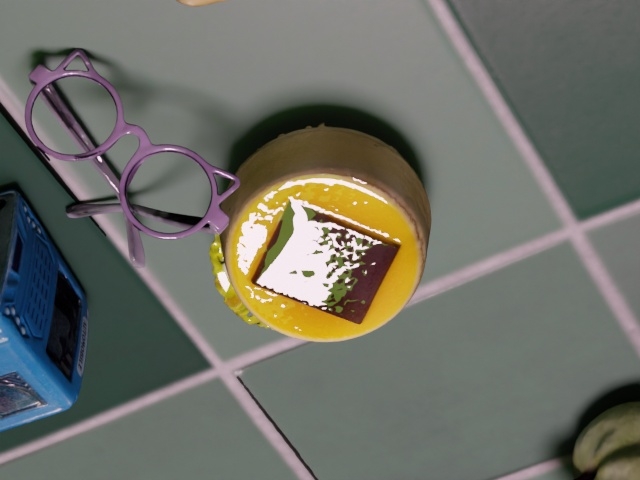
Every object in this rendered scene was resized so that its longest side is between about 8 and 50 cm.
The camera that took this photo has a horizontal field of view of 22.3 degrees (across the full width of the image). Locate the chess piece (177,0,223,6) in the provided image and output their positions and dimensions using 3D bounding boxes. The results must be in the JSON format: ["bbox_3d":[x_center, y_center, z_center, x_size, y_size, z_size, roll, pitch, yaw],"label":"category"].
[{"bbox_3d":[0.076,-0.167,0.768,0.300,0.137,0.137,-10,128,9],"label":"chess piece"}]

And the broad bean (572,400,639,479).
[{"bbox_3d":[0.261,0.181,1.064,0.228,0.100,0.169,3,134,-2],"label":"broad bean"}]

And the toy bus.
[{"bbox_3d":[-0.272,0.068,0.989,0.246,0.113,0.134,-19,131,15],"label":"toy bus"}]

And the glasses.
[{"bbox_3d":[-0.112,-0.035,0.939,0.140,0.062,0.104,38,163,8],"label":"glasses"}]

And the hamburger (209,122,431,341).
[{"bbox_3d":[0.000,0.000,0.941,0.126,0.081,0.141,6,117,-5],"label":"hamburger"}]
